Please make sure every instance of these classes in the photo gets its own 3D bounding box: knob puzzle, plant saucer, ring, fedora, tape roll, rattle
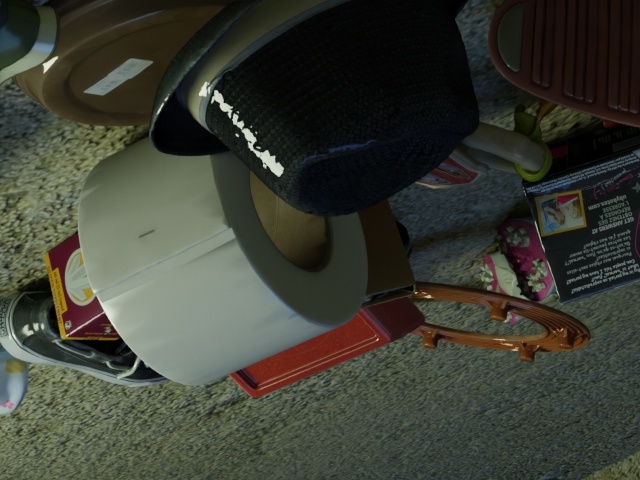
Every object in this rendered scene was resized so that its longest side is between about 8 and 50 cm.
[{"bbox_3d":[0.081,-0.075,1.988,0.213,0.030,0.213,12,171,2],"label":"knob puzzle"},{"bbox_3d":[-0.055,0.074,2.226,0.259,0.047,0.258,-24,126,28],"label":"plant saucer"},{"bbox_3d":[0.189,0.111,2.568,0.337,0.032,0.336,10,166,3],"label":"ring"},{"bbox_3d":[-0.130,-0.164,1.670,0.278,0.041,0.278,-13,163,-4],"label":"plant saucer"},{"bbox_3d":[0.025,-0.118,1.630,0.334,0.152,0.334,-29,163,-10],"label":"fedora"},{"bbox_3d":[-0.091,-0.002,1.859,0.169,0.246,0.246,-25,160,29],"label":"tape roll"},{"bbox_3d":[0.151,-0.143,1.993,0.200,0.142,0.130,17,-168,35],"label":"rattle"}]

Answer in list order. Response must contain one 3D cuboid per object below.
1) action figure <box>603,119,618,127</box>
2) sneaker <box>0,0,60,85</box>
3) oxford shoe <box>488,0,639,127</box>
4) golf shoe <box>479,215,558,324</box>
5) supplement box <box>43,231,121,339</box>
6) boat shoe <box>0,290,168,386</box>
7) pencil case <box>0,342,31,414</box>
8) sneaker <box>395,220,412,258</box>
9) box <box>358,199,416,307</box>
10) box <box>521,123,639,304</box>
[{"bbox_3d":[0.430,-0.187,2.008,0.280,0.139,0.091,3,172,21],"label":"action figure"},{"bbox_3d":[-0.297,-0.145,1.563,0.086,0.064,0.192,12,148,-42],"label":"sneaker"},{"bbox_3d":[0.352,-0.165,1.826,0.397,0.140,0.146,7,179,1],"label":"oxford shoe"},{"bbox_3d":[0.297,0.020,2.503,0.140,0.115,0.306,-21,172,-10],"label":"golf shoe"},{"bbox_3d":[-0.206,0.027,2.088,0.081,0.104,0.188,3,154,-45],"label":"supplement box"},{"bbox_3d":[-0.234,0.105,2.293,0.105,0.113,0.306,-11,160,40],"label":"boat shoe"},{"bbox_3d":[-0.475,0.153,2.243,0.273,0.113,0.124,-1,138,-37],"label":"pencil case"},{"bbox_3d":[0.066,0.034,2.375,0.086,0.132,0.228,28,-174,-9],"label":"sneaker"},{"bbox_3d":[0.000,0.000,2.033,0.164,0.201,0.021,-15,136,-2],"label":"box"},{"bbox_3d":[0.317,-0.038,2.110,0.163,0.142,0.247,-18,-172,10],"label":"box"}]
